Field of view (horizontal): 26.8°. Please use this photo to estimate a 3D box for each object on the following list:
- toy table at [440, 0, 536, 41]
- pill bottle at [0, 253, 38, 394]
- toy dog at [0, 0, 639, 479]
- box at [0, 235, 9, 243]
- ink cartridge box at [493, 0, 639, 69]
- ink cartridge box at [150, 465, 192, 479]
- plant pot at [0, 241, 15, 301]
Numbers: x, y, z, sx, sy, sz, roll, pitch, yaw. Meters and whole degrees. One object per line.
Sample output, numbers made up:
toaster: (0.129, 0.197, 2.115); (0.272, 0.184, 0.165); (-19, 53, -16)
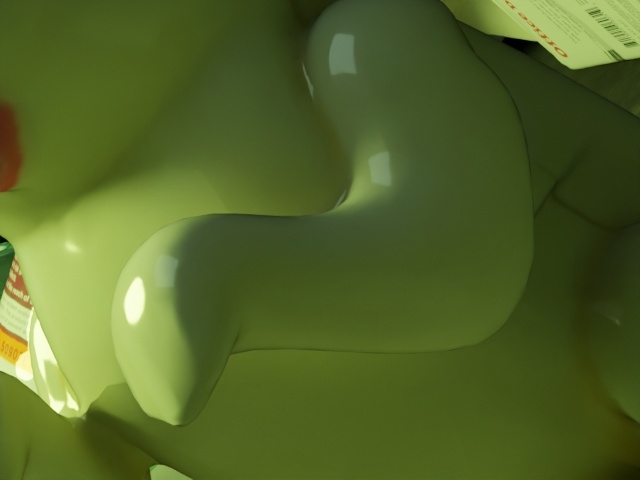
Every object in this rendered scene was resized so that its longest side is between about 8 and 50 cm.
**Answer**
toy table: (0.113, -0.260, 1.302); (0.274, 0.252, 0.161); (-51, -1, -36)
pill bottle: (-0.154, -0.036, 1.263); (0.224, 0.224, 0.392); (-135, 63, -78)
toy dog: (0.002, -0.029, 0.544); (0.284, 0.408, 0.395); (-34, 20, 50)
box: (-0.287, -0.123, 1.685); (0.395, 0.293, 0.212); (-3, -23, -40)
ink cartridge box: (0.202, -0.211, 1.007); (0.086, 0.148, 0.203); (-51, 13, -6)
ink cartridge box: (-0.075, 0.137, 1.063); (0.154, 0.093, 0.212); (-47, 10, 12)
plant pot: (-0.370, 0.142, 1.436); (0.271, 0.255, 0.271); (-13, 8, 2)
